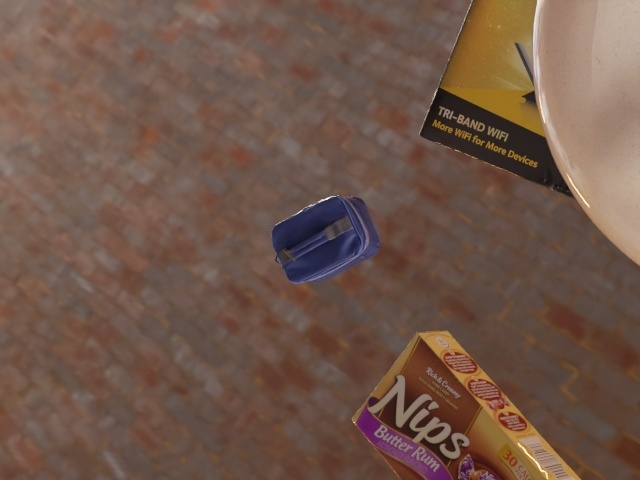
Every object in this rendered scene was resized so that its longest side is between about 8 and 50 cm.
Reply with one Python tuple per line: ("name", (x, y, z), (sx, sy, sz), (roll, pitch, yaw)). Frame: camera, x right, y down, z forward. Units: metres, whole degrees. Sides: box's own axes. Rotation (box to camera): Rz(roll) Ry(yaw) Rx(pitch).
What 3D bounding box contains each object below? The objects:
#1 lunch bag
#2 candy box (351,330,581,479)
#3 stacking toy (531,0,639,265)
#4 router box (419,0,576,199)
("lunch bag", (0.000, 0.000, 1.367), (0.098, 0.065, 0.067), (-29, -101, 19))
("candy box", (0.122, 0.178, 1.215), (0.186, 0.053, 0.109), (49, -63, 28))
("stacking toy", (0.346, -0.140, 1.092), (0.350, 0.350, 0.480), (-45, 176, 11))
("router box", (0.286, -0.161, 1.424), (0.309, 0.081, 0.243), (22, -78, 7))
